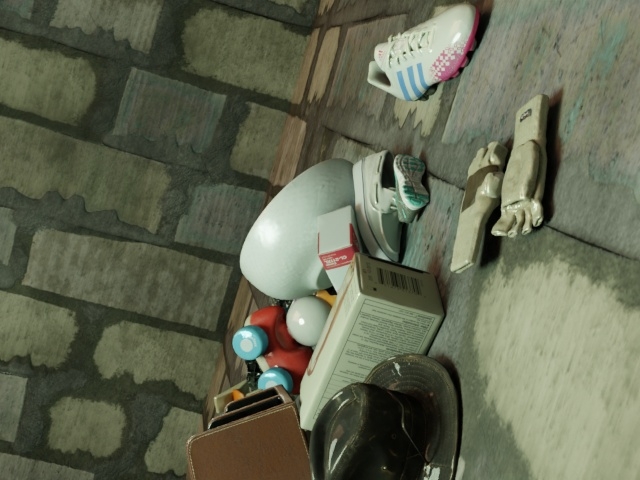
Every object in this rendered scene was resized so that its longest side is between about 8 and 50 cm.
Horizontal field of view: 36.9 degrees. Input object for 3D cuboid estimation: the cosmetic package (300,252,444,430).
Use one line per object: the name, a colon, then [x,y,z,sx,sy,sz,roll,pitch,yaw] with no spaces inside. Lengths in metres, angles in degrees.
cosmetic package: [0.080,0.187,1.617,0.129,0.153,0.296,-93,23,-59]

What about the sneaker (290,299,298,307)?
sneaker: [-0.021,0.111,2.360,0.104,0.095,0.236,125,153,-42]

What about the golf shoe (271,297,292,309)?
golf shoe: [-0.109,0.228,2.685,0.198,0.077,0.094,-84,2,-66]

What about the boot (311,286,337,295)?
boot: [-0.011,0.048,2.256,0.137,0.077,0.198,9,78,50]

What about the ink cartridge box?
ink cartridge box: [0.058,0.043,1.848,0.127,0.072,0.175,-90,-21,-53]

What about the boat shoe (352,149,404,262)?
boat shoe: [0.129,-0.067,1.872,0.088,0.096,0.267,-30,42,27]

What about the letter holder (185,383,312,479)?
letter holder: [-0.113,0.447,1.726,0.152,0.214,0.302,-162,54,-79]

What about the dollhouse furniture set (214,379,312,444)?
dollhouse furniture set: [-0.116,0.452,1.992,0.262,0.135,0.259,20,125,48]

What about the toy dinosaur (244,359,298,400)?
toy dinosaur: [-0.092,0.325,2.385,0.218,0.164,0.322,-44,-49,-85]

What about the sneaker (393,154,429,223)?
sneaker: [0.161,-0.098,1.811,0.166,0.065,0.076,-86,12,-49]

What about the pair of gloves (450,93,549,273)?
pair of gloves: [0.259,-0.072,1.361,0.240,0.042,0.204,131,155,-61]

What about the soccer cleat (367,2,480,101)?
soccer cleat: [0.184,-0.352,1.808,0.331,0.143,0.116,137,146,-68]

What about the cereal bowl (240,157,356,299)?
cereal bowl: [0.000,0.000,2.008,0.339,0.141,0.339,-38,-24,-20]

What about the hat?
hat: [0.063,0.313,1.414,0.331,0.134,0.331,-34,45,43]

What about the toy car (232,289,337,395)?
toy car: [-0.031,0.211,2.125,0.238,0.210,0.219,-32,-3,21]
